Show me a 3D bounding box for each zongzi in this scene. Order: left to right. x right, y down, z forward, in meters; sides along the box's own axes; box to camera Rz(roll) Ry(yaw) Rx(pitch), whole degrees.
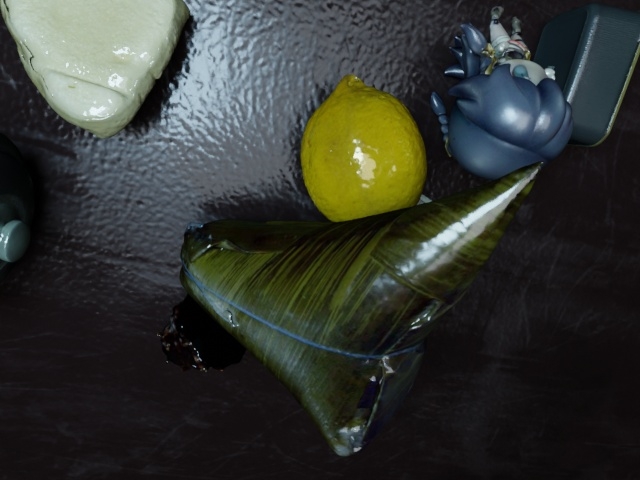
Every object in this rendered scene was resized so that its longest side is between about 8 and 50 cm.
[{"bbox_3d":[0.000,0.000,0.567,0.403,0.208,0.432,36,123,20],"label":"zongzi"}]

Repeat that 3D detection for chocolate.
[{"bbox_3d":[-0.217,0.161,0.737,0.133,0.156,0.156,-28,112,32],"label":"chocolate"}]

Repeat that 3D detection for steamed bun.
[{"bbox_3d":[-0.310,-0.246,0.591,0.231,0.110,0.212,6,83,-7],"label":"steamed bun"}]

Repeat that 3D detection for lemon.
[{"bbox_3d":[0.064,-0.117,0.645,0.188,0.188,0.256,-13,100,-5],"label":"lemon"}]

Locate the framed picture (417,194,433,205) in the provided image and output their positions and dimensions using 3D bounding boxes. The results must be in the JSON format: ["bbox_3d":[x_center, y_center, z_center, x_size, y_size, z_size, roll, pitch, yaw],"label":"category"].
[{"bbox_3d":[0.103,-0.026,0.775,0.142,0.011,0.183,28,100,-16],"label":"framed picture"}]

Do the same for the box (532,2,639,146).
[{"bbox_3d":[0.405,-0.261,0.685,0.090,0.144,0.200,11,106,-9],"label":"box"}]

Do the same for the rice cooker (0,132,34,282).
[{"bbox_3d":[-0.537,-0.037,0.546,0.317,0.264,0.316,6,143,5],"label":"rice cooker"}]

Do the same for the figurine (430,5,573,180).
[{"bbox_3d":[0.266,-0.212,0.638,0.175,0.265,0.197,8,133,2],"label":"figurine"}]
